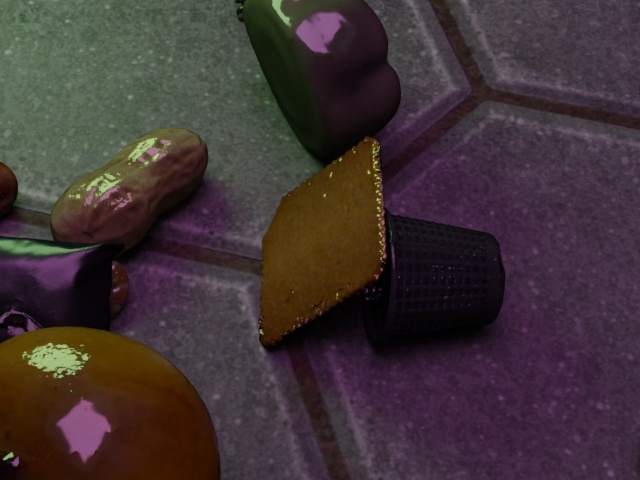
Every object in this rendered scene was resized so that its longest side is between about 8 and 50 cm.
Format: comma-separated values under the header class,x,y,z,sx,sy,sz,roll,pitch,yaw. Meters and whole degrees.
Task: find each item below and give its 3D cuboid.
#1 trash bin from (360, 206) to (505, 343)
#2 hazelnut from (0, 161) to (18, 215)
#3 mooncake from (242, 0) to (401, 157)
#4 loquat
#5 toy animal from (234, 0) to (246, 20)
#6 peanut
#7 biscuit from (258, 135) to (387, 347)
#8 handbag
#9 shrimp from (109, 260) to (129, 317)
class,x,y,z,sx,sy,sz,roll,pitch,yaw
trash bin,0.144,0.045,1.925,0.161,0.175,0.175,1,52,-13
hazelnut,-0.454,-0.069,2.058,0.086,0.086,0.086,0,53,0
mooncake,0.003,-0.245,2.075,0.135,0.275,0.275,-27,57,-15
loquat,-0.256,0.259,1.680,0.328,0.359,0.328,-3,85,31
toy animal,-0.053,-0.433,2.336,0.176,0.073,0.217,-13,48,9
peanut,-0.248,-0.066,2.024,0.123,0.123,0.257,37,60,24
biscuit,0.000,0.000,1.943,0.013,0.232,0.237,30,43,-33
handbag,-0.381,0.095,1.891,0.254,0.089,0.211,5,83,0
shrimp,-0.337,0.076,1.958,0.184,0.043,0.091,-14,84,-3
